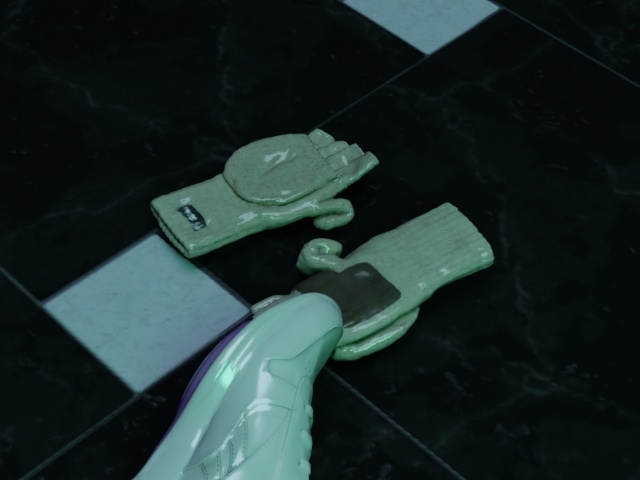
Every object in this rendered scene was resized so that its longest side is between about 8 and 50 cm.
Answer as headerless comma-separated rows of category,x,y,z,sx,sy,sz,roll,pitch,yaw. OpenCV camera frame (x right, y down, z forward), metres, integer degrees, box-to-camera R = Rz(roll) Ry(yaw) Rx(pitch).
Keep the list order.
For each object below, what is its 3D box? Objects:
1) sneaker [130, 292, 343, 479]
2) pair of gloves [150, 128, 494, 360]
sneaker,-0.049,0.171,0.854,0.152,0.114,0.305,29,58,10
pair of gloves,0.000,0.000,1.050,0.204,0.042,0.240,-33,55,-26
